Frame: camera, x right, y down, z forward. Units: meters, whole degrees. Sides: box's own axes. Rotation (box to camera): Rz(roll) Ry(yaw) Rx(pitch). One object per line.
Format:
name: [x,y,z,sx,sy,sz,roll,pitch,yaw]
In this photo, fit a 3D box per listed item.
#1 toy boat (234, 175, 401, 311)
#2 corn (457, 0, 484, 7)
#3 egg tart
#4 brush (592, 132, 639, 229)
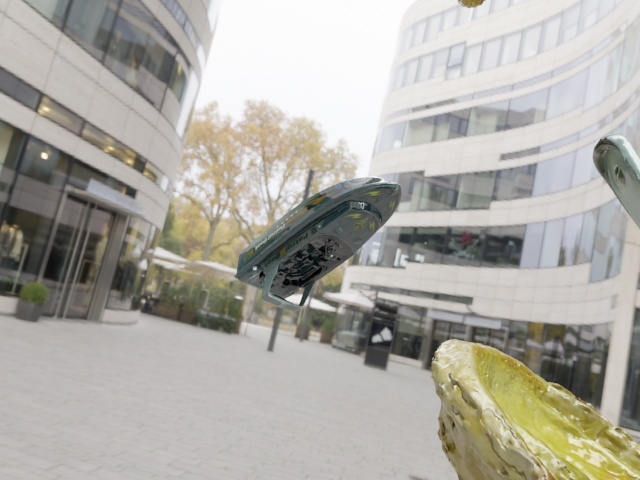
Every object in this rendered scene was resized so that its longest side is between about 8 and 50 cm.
toy boat: [0.000,0.000,0.666,0.246,0.103,0.093,-36,-43,28]
corn: [0.169,-0.281,0.614,0.037,0.037,0.092,12,27,3]
egg tart: [0.190,0.183,0.428,0.278,0.095,0.279,30,10,-6]
brush: [0.275,0.037,0.360,0.060,0.297,0.068,-19,-30,8]
